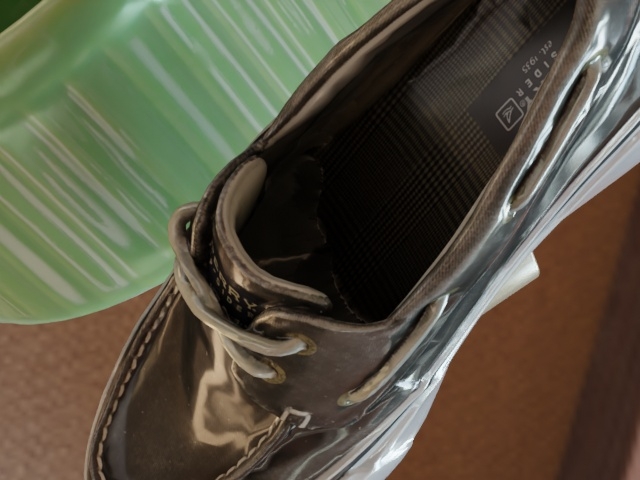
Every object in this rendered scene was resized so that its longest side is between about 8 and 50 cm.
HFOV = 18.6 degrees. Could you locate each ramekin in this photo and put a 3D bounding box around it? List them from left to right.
[{"bbox_3d":[-0.112,-0.107,0.887,0.148,0.303,0.303,49,51,-34],"label":"ramekin"}]

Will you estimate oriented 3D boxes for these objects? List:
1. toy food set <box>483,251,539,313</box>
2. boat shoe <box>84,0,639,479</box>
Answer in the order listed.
[{"bbox_3d":[0.001,-0.022,1.303,0.220,0.092,0.306,-33,130,-5],"label":"toy food set"},{"bbox_3d":[0.000,0.000,0.699,0.119,0.335,0.121,2,43,-54],"label":"boat shoe"}]
